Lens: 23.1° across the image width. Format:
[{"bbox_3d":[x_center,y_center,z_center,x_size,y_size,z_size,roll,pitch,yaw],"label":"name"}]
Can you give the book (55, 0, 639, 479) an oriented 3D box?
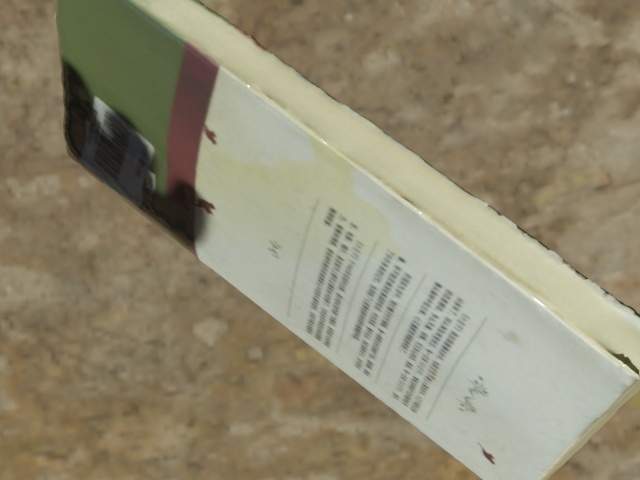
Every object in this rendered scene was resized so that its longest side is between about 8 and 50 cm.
[{"bbox_3d":[0.000,0.000,0.684,0.026,0.289,0.201,-49,171,-24],"label":"book"}]
